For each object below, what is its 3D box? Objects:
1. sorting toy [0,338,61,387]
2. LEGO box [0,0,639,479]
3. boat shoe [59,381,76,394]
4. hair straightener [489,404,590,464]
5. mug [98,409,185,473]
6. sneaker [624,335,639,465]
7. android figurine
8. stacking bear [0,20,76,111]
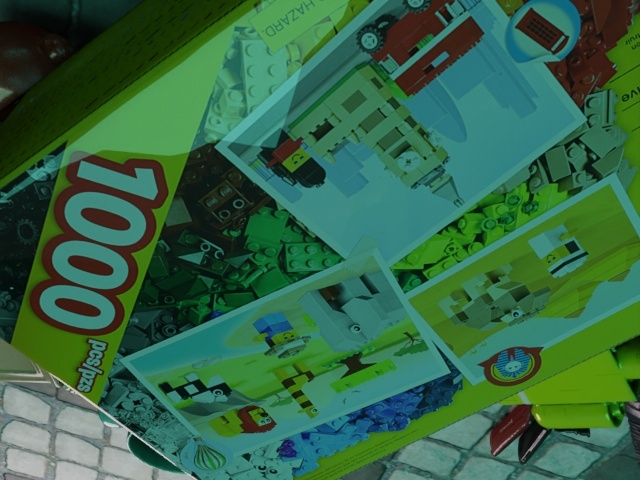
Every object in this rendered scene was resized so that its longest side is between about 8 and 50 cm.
[{"bbox_3d":[-0.472,0.073,0.924,0.229,0.041,0.307,3,130,14],"label":"sorting toy"},{"bbox_3d":[0.036,-0.044,0.544,0.500,0.193,0.372,-31,123,16],"label":"LEGO box"},{"bbox_3d":[-0.217,0.126,0.850,0.190,0.068,0.072,-38,110,3],"label":"boat shoe"},{"bbox_3d":[0.300,0.204,0.888,0.089,0.047,0.230,20,126,-7],"label":"hair straightener"},{"bbox_3d":[-0.163,0.197,0.851,0.129,0.097,0.158,-19,133,22],"label":"mug"},{"bbox_3d":[0.411,0.152,0.795,0.131,0.112,0.319,-27,116,-21],"label":"sneaker"},{"bbox_3d":[0.221,0.104,0.761,0.273,0.056,0.248,-13,120,40],"label":"android figurine"},{"bbox_3d":[-0.279,-0.068,0.694,0.175,0.164,0.289,10,126,2],"label":"stacking bear"}]
